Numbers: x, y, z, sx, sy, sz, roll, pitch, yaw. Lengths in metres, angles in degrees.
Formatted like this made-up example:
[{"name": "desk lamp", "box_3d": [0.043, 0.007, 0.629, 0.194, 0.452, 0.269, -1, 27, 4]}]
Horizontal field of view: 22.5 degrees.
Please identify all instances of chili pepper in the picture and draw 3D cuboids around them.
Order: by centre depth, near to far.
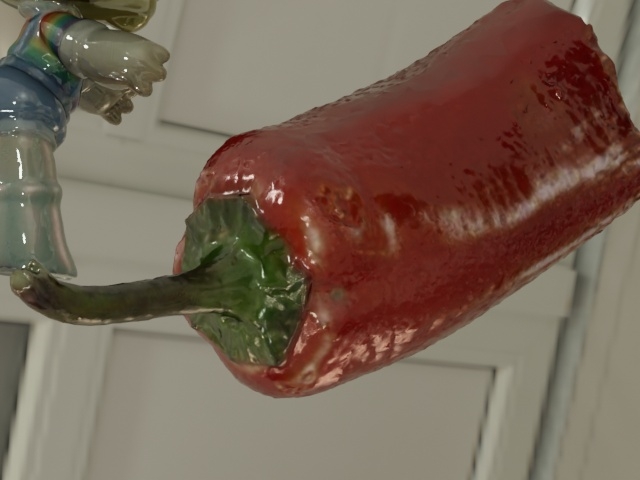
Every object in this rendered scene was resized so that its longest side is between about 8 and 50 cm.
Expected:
[{"name": "chili pepper", "box_3d": [0.001, 0.004, 0.763, 0.131, 0.338, 0.135, -16, 102, 58]}]

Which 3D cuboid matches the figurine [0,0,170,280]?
[{"name": "figurine", "box_3d": [-0.187, -0.168, 1.042, 0.224, 0.205, 0.382, 123, 151, -67]}]
